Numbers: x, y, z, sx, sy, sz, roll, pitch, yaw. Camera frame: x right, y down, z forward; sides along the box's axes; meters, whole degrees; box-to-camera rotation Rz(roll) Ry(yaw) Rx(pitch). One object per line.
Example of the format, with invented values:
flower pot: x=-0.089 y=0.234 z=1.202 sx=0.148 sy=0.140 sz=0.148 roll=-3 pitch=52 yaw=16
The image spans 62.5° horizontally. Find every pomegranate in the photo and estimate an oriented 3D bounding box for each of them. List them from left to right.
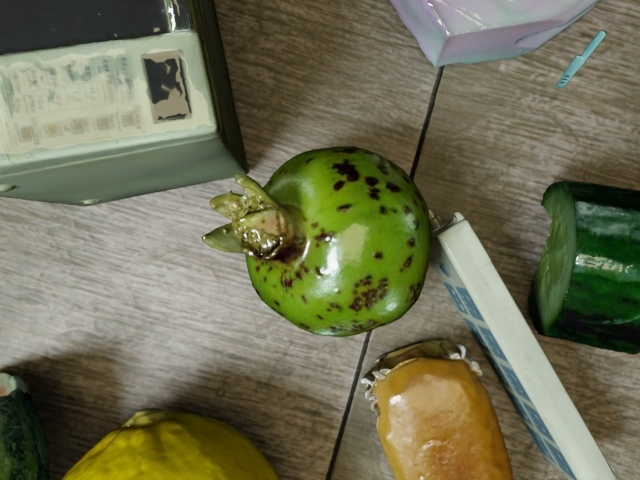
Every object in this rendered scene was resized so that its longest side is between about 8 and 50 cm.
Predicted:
pomegranate: x=0.000 y=0.000 z=0.551 sx=0.211 sy=0.263 sz=0.211 roll=-2 pitch=86 yaw=39

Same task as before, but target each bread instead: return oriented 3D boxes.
bread: x=0.146 y=0.246 z=0.624 sx=0.136 sy=0.107 sz=0.241 roll=-18 pitch=92 yaw=3

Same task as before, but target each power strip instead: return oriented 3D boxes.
power strip: x=0.219 y=0.122 z=0.620 sx=0.043 sy=0.106 sz=0.367 roll=-30 pitch=91 yaw=-3

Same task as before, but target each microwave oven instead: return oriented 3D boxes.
microwave oven: x=-0.233 y=-0.245 z=0.488 sx=0.247 sy=0.333 sz=0.394 roll=-12 pitch=91 yaw=-4

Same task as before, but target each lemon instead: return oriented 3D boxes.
lemon: x=-0.156 y=0.325 z=0.541 sx=0.293 sy=0.293 sz=0.293 roll=0 pitch=92 yaw=-1

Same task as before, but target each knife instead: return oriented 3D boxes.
knife: x=0.324 y=-0.226 z=0.659 sx=0.014 sy=0.005 sz=0.091 roll=38 pitch=92 yaw=-3

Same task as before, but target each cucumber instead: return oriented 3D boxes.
cucumber: x=0.315 y=0.031 z=0.586 sx=0.130 sy=0.191 sz=0.191 roll=11 pitch=92 yaw=7

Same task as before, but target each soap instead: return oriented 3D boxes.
soap: x=0.246 y=-0.336 z=0.604 sx=0.324 sy=0.109 sz=0.193 roll=-35 pitch=92 yaw=0

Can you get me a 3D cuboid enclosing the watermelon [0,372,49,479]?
watermelon: x=-0.368 y=0.259 z=0.524 sx=0.180 sy=0.305 sz=0.224 roll=3 pitch=89 yaw=-33
